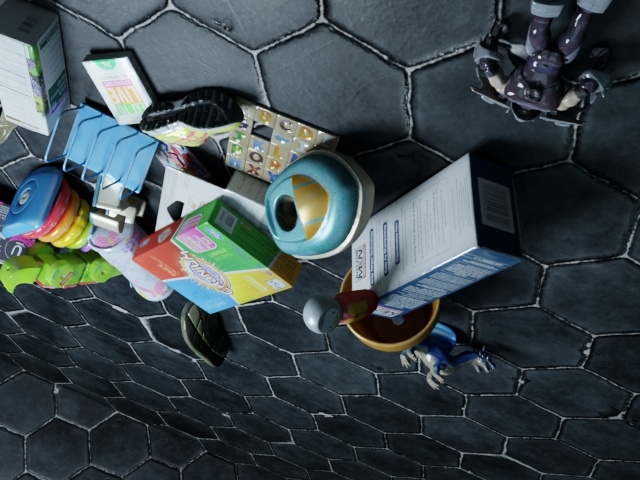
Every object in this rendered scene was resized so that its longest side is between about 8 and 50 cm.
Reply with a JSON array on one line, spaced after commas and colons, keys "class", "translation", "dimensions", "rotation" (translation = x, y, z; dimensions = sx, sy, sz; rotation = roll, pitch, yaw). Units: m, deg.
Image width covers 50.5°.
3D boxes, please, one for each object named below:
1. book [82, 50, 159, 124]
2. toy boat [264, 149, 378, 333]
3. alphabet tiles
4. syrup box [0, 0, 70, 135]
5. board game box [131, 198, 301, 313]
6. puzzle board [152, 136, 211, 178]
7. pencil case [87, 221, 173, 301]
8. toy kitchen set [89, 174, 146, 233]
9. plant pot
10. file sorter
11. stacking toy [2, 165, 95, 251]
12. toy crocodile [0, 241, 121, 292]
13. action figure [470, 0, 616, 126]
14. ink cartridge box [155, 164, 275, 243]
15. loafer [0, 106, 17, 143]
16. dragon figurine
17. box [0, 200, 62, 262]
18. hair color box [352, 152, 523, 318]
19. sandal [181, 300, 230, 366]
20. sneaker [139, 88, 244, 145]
[{"class": "book", "translation": [-0.358, -0.281, 1.250], "dimensions": [0.096, 0.035, 0.144], "rotation": [1, 141, 21]}, {"class": "toy boat", "translation": [0.000, 0.000, 1.202], "dimensions": [0.148, 0.318, 0.267], "rotation": [-11, 170, -38]}, {"class": "alphabet tiles", "translation": [-0.060, -0.160, 1.275], "dimensions": [0.237, 0.009, 0.198], "rotation": [22, 146, 0]}, {"class": "syrup box", "translation": [-0.529, -0.311, 1.239], "dimensions": [0.096, 0.093, 0.237], "rotation": [21, 146, 0]}, {"class": "board game box", "translation": [-0.233, 0.047, 1.490], "dimensions": [0.242, 0.064, 0.316], "rotation": [39, 142, -26]}, {"class": "puzzle board", "translation": [-0.296, -0.167, 1.391], "dimensions": [0.096, 0.011, 0.128], "rotation": [-6, 138, 34]}, {"class": "pencil case", "translation": [-0.450, 0.041, 1.650], "dimensions": [0.124, 0.113, 0.273], "rotation": [5, 150, 19]}, {"class": "toy kitchen set", "translation": [-0.445, -0.141, 1.465], "dimensions": [0.122, 0.166, 0.207], "rotation": [20, 110, 1]}, {"class": "plant pot", "translation": [0.158, 0.147, 1.440], "dimensions": [0.205, 0.205, 0.188], "rotation": [9, 160, 17]}, {"class": "file sorter", "translation": [-0.422, -0.171, 1.308], "dimensions": [0.170, 0.104, 0.118], "rotation": [27, 108, 0]}, {"class": "stacking toy", "translation": [-0.581, -0.032, 1.632], "dimensions": [0.175, 0.166, 0.302], "rotation": [-10, 147, 38]}, {"class": "toy crocodile", "translation": [-0.621, 0.071, 1.681], "dimensions": [0.115, 0.105, 0.340], "rotation": [34, -163, 24]}, {"class": "action figure", "translation": [0.301, -0.251, 0.879], "dimensions": [0.185, 0.099, 0.285], "rotation": [10, 149, 4]}, {"class": "ink cartridge box", "translation": [-0.214, -0.048, 1.464], "dimensions": [0.261, 0.066, 0.296], "rotation": [24, 146, -4]}, {"class": "loafer", "translation": [-0.662, -0.254, 1.431], "dimensions": [0.148, 0.056, 0.050], "rotation": [-29, 122, 37]}, {"class": "dragon figurine", "translation": [0.266, 0.248, 1.603], "dimensions": [0.289, 0.144, 0.085], "rotation": [35, 151, 14]}, {"class": "box", "translation": [-0.804, -0.012, 1.730], "dimensions": [0.247, 0.142, 0.163], "rotation": [20, 167, 2]}, {"class": "hair color box", "translation": [0.191, 0.006, 1.210], "dimensions": [0.105, 0.174, 0.347], "rotation": [16, 152, -28]}, {"class": "sandal", "translation": [-0.346, 0.272, 1.951], "dimensions": [0.086, 0.120, 0.303], "rotation": [22, 150, 24]}, {"class": "sneaker", "translation": [-0.221, -0.215, 1.236], "dimensions": [0.208, 0.081, 0.094], "rotation": [1, 158, 27]}]
